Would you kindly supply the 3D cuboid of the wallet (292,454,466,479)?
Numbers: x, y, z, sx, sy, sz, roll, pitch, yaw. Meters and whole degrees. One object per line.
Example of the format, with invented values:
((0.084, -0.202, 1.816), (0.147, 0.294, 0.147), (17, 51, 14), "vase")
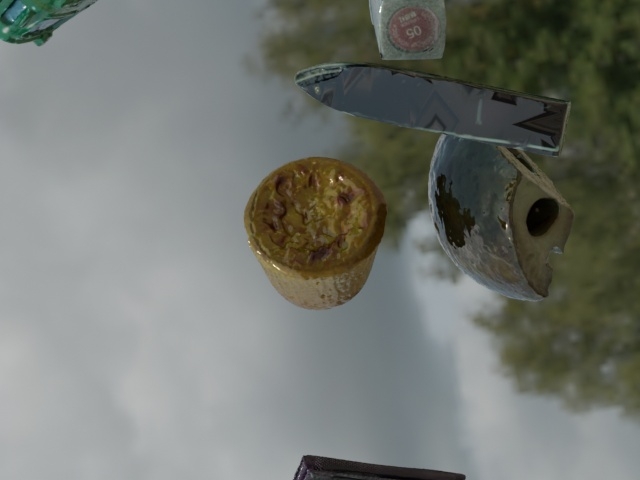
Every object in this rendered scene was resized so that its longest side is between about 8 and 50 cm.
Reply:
((0.046, 0.254, 1.882), (0.030, 0.166, 0.111), (-104, 29, -49), "wallet")

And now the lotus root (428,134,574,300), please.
((0.211, -0.056, 2.618), (0.142, 0.210, 0.314), (23, -172, -28), "lotus root")

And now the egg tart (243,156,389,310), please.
((0.000, 0.000, 2.781), (0.147, 0.202, 0.202), (79, -172, -57), "egg tart")

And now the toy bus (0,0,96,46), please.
((-0.339, -0.361, 2.019), (0.343, 0.199, 0.183), (47, -150, 1), "toy bus")

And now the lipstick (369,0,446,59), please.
((0.089, -0.279, 2.192), (0.289, 0.076, 0.077), (-98, 6, -65), "lipstick")

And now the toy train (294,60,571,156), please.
((0.101, -0.129, 1.822), (0.048, 0.252, 0.055), (-49, -30, -72), "toy train")
